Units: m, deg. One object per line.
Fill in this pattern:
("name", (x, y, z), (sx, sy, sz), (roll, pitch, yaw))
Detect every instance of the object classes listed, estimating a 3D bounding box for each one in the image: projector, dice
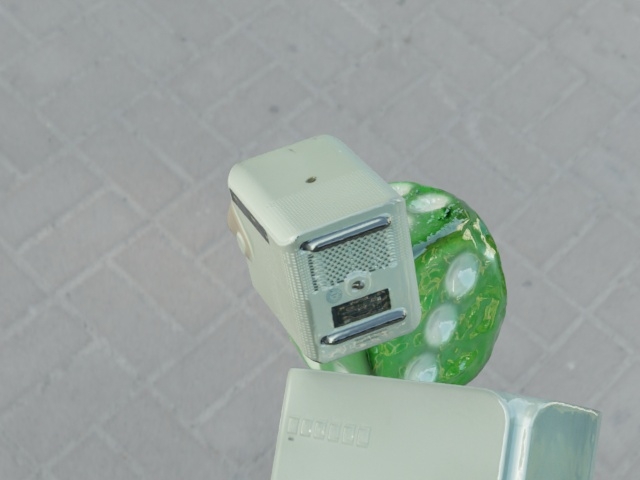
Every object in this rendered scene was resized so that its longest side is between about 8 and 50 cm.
("projector", (0.000, 0.000, 1.353), (0.163, 0.177, 0.242), (-20, 33, -16))
("projector", (0.069, 0.201, 0.832), (0.108, 0.250, 0.198), (17, 78, -39))
("dice", (0.111, 0.088, 1.927), (0.297, 0.300, 0.287), (-30, 33, -23))
